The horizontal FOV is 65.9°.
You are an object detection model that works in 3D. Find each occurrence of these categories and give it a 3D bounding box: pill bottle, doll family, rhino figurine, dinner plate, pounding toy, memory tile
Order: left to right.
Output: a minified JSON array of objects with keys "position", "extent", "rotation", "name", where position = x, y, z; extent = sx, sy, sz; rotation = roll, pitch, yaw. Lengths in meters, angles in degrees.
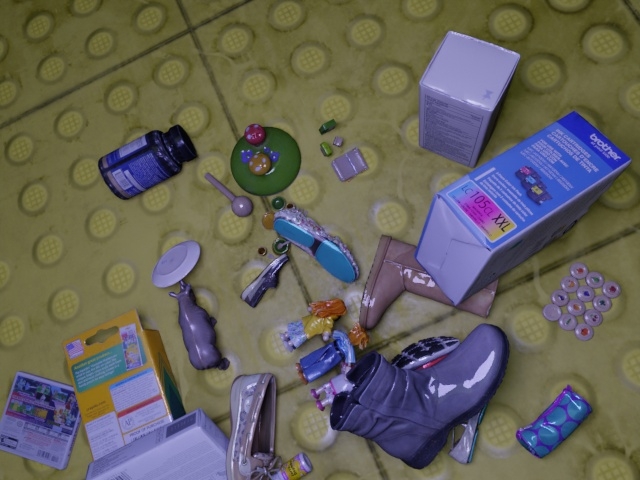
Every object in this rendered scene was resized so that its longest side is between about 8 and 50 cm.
[{"position":[-0.431,-0.202,1.246],"extent":[0.219,0.123,0.123],"rotation":[-26,75,3],"name":"pill bottle"},{"position":[-0.353,0.051,1.191],"extent":[0.141,0.017,0.141],"rotation":[-21,41,19],"name":"dinner plate"},{"position":[-0.288,0.190,1.141],"extent":[0.073,0.106,0.243],"rotation":[-25,75,3],"name":"rhino figurine"},{"position":[-0.167,-0.192,1.205],"extent":[0.237,0.110,0.183],"rotation":[-42,74,-2],"name":"pounding toy"},{"position":[-0.063,0.498,1.066],"extent":[0.083,0.043,0.043],"rotation":[-34,74,1],"name":"pill bottle"},{"position":[0.016,0.215,1.039],"extent":[0.163,0.118,0.263],"rotation":[-33,49,1],"name":"doll family"},{"position":[0.559,0.129,1.059],"extent":[0.113,0.012,0.148],"rotation":[34,85,15],"name":"memory tile"}]

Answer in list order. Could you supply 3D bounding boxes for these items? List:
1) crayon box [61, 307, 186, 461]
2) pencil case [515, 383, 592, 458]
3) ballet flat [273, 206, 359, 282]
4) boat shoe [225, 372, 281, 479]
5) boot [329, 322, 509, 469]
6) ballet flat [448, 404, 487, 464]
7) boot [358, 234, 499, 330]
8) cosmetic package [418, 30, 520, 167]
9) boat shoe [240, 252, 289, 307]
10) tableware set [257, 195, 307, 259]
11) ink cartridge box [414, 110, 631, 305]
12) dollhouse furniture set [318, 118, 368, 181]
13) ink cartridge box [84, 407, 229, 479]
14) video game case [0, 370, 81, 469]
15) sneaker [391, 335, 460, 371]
[{"position":[-0.449,0.347,1.145],"extent":[0.203,0.083,0.323],"rotation":[-24,75,3],"name":"crayon box"},{"position":[0.468,0.367,0.994],"extent":[0.151,0.064,0.070],"rotation":[-42,91,-2],"name":"pencil case"},{"position":[0.000,0.000,1.146],"extent":[0.241,0.077,0.091],"rotation":[38,130,0],"name":"ballet flat"},{"position":[-0.137,0.428,1.048],"extent":[0.089,0.104,0.285],"rotation":[-14,70,22],"name":"boat shoe"},{"position":[0.184,0.264,0.931],"extent":[0.222,0.118,0.338],"rotation":[33,94,-15],"name":"boot"},{"position":[0.308,0.377,1.026],"extent":[0.052,0.057,0.168],"rotation":[17,80,23],"name":"ballet flat"},{"position":[0.235,0.117,1.079],"extent":[0.269,0.089,0.236],"rotation":[16,81,11],"name":"boot"},{"position":[0.302,-0.284,1.048],"extent":[0.153,0.296,0.129],"rotation":[27,84,14],"name":"cosmetic package"},{"position":[-0.122,0.095,1.165],"extent":[0.049,0.056,0.152],"rotation":[45,99,7],"name":"boat shoe"},{"position":[-0.105,-0.028,1.202],"extent":[0.104,0.024,0.154],"rotation":[24,83,14],"name":"tableware set"},{"position":[0.399,-0.067,0.966],"extent":[0.395,0.270,0.151],"rotation":[-28,66,-13],"name":"ink cartridge box"},{"position":[0.047,-0.220,1.220],"extent":[0.076,0.058,0.152],"rotation":[-30,93,-6],"name":"dollhouse furniture set"},{"position":[-0.312,0.509,1.061],"extent":[0.275,0.060,0.239],"rotation":[-27,119,3],"name":"ink cartridge box"},{"position":[-0.678,0.432,1.197],"extent":[0.201,0.023,0.183],"rotation":[11,80,13],"name":"video game case"},{"position":[0.192,0.308,1.053],"extent":[0.279,0.107,0.118],"rotation":[-36,93,3],"name":"sneaker"}]
